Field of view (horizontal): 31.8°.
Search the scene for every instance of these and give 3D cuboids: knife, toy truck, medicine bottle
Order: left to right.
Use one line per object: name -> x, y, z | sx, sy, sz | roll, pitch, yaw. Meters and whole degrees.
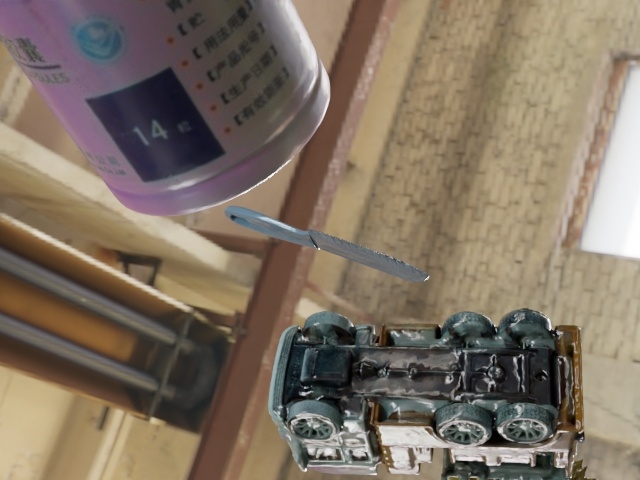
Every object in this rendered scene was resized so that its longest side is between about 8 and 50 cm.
medicine bottle -> -0.111, -0.152, 0.606 | 0.152, 0.152, 0.254 | -55, -47, -29
knife -> 0.000, 0.000, 1.295 | 0.019, 0.313, 0.044 | -54, -39, -22
toy truck -> 0.064, 0.105, 0.674 | 0.115, 0.178, 0.080 | 79, -164, -48

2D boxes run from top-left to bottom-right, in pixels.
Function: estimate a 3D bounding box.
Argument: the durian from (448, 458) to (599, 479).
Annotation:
durian -> 0.181, 0.218, 0.995 | 0.146, 0.208, 0.102 | -10, -46, -25
